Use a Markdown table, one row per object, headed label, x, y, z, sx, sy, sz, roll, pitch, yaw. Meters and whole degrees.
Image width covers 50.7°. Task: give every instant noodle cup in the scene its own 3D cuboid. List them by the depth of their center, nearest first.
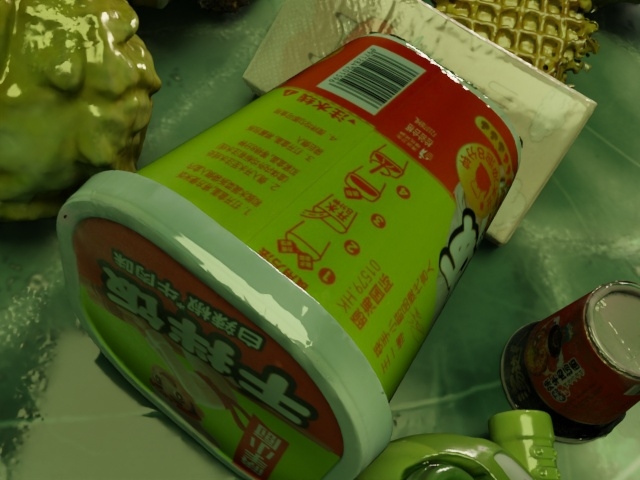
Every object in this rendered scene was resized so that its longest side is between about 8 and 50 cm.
| label | x | y | z | sx | sy | sz | roll | pitch | yaw |
| --- | --- | --- | --- | --- | --- | --- | --- | --- | --- |
| instant noodle cup | 0.000 | 0.000 | 0.552 | 0.294 | 0.294 | 0.308 | 37 | 55 | 10 |
| instant noodle cup | 0.243 | 0.103 | 0.598 | 0.127 | 0.136 | 0.127 | 4 | 61 | -7 |

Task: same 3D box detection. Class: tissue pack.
| label | x | y | z | sx | sy | sz | roll | pitch | yaw |
| --- | --- | --- | --- | --- | --- | --- | --- | --- | --- |
| tissue pack | 0.096 | -0.150 | 0.705 | 0.325 | 0.071 | 0.170 | 34 | 96 | 8 |

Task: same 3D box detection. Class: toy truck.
| label | x | y | z | sx | sy | sz | roll | pitch | yaw |
| --- | --- | --- | --- | --- | --- | --- | --- | --- | --- |
| toy truck | 0.128 | 0.234 | 0.514 | 0.210 | 0.148 | 0.187 | -1 | 62 | -35 |

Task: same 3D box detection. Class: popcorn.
| label | x | y | z | sx | sy | sz | roll | pitch | yaw |
| --- | --- | --- | --- | --- | --- | --- | --- | --- | --- |
| popcorn | -0.256 | -0.121 | 0.579 | 0.256 | 0.255 | 0.195 | -30 | 25 | 12 |

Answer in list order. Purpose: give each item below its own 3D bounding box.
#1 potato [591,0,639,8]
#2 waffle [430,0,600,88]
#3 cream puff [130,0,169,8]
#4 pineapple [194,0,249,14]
| label | x | y | z | sx | sy | sz | roll | pitch | yaw |
| --- | --- | --- | --- | --- | --- | --- | --- | --- | --- |
| potato | 0.353 | -0.405 | 0.856 | 0.350 | 0.203 | 0.218 | 5 | 51 | 0 |
| waffle | 0.223 | -0.242 | 0.802 | 0.193 | 0.070 | 0.197 | -43 | 78 | -10 |
| cream puff | -0.240 | -0.378 | 0.639 | 0.378 | 0.275 | 0.378 | 23 | 38 | -20 |
| pineapple | -0.082 | -0.345 | 0.803 | 0.083 | 0.103 | 0.221 | 47 | 57 | -23 |
